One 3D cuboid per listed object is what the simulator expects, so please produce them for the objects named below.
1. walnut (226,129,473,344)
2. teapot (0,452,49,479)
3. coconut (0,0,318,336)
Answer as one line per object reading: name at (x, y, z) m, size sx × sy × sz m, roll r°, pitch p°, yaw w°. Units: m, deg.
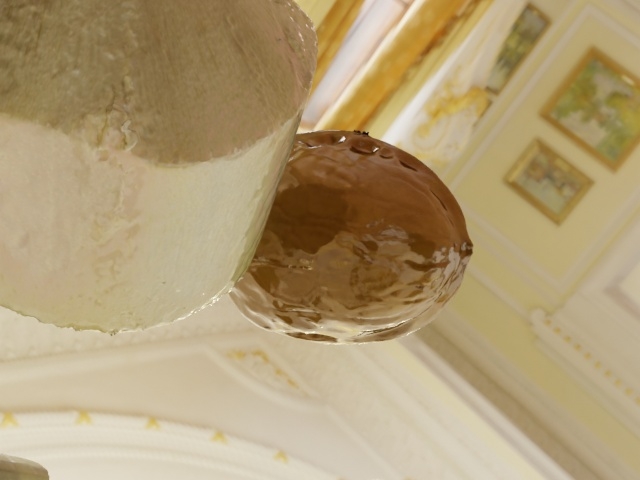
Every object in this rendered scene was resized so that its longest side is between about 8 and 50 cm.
walnut at (0.001, 0.000, 0.743) m, size 0.211 × 0.167 × 0.087 m, roll 3°, pitch -175°, yaw 22°
teapot at (-0.295, 0.166, 0.678) m, size 0.107 × 0.077 × 0.200 m, roll 5°, pitch 164°, yaw 34°
coconut at (-0.123, -0.086, 0.575) m, size 0.239 × 0.244 × 0.239 m, roll 7°, pitch -134°, yaw -7°
